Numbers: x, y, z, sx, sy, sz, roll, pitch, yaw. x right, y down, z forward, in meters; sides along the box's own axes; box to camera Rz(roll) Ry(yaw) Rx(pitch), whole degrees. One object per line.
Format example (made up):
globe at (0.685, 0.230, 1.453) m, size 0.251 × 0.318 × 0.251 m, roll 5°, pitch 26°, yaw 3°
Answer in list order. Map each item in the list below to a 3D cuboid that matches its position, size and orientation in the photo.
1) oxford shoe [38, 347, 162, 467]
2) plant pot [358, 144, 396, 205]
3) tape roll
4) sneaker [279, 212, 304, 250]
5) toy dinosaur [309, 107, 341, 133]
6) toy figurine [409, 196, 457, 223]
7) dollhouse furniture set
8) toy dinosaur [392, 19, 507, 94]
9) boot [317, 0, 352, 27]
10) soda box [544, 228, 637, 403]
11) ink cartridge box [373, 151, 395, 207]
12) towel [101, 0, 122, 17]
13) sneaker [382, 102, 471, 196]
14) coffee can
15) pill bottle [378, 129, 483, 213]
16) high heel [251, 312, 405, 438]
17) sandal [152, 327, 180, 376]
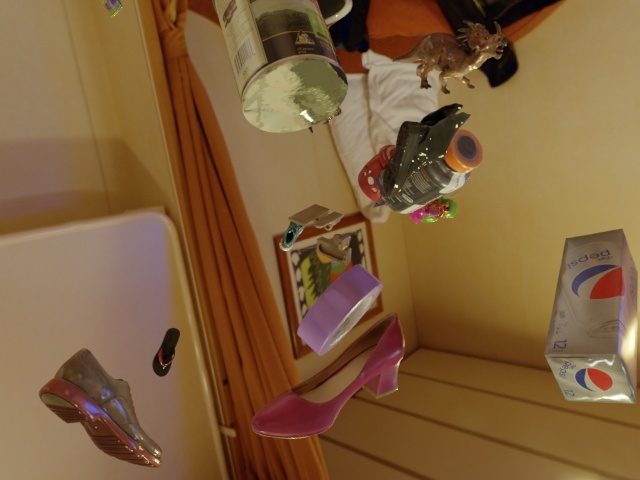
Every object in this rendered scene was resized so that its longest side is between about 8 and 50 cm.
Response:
oxford shoe at (-0.438, 0.377, 0.973) m, size 0.123 × 0.348 × 0.130 m, roll -7°, pitch -143°, yaw 21°
plant pot at (0.262, -0.257, 1.702) m, size 0.191 × 0.191 × 0.174 m, roll -15°, pitch 155°, yaw -35°
tape roll at (0.059, 0.200, 1.282) m, size 0.090 × 0.275 × 0.275 m, roll 40°, pitch -150°, yaw 17°
sneaker at (-0.105, -0.038, 1.754) m, size 0.065 × 0.166 × 0.076 m, roll 23°, pitch 166°, yaw -5°
toy dinosaur at (-0.010, -0.434, 1.504) m, size 0.118 × 0.064 × 0.268 m, roll -36°, pitch -144°, yaw 2°
toy figurine at (0.381, -0.105, 1.566) m, size 0.173 × 0.130 × 0.159 m, roll 13°, pitch -158°, yaw 23°
dollhouse furniture set at (0.000, 0.000, 1.305) m, size 0.144 × 0.151 × 0.123 m, roll 22°, pitch -145°, yaw 33°
toy dinosaur at (0.366, -0.537, 1.264) m, size 0.295 × 0.200 × 0.127 m, roll 20°, pitch -139°, yaw 17°
boot at (0.012, -0.622, 1.265) m, size 0.244 × 0.088 × 0.176 m, roll -5°, pitch -179°, yaw 36°
soda box at (0.426, 0.104, 0.687) m, size 0.091 × 0.098 × 0.286 m, roll -14°, pitch -154°, yaw 42°
ink cartridge box at (0.299, -0.272, 1.479) m, size 0.371 × 0.069 × 0.175 m, roll -56°, pitch -161°, yaw -22°
towel at (-0.630, -0.718, 1.328) m, size 0.060 × 0.083 × 0.009 m, roll -26°, pitch -174°, yaw 28°
sneaker at (0.161, -0.136, 0.702) m, size 0.089 × 0.170 × 0.051 m, roll -3°, pitch -132°, yaw -14°
coffee can at (-0.082, -0.379, 0.854) m, size 0.201 × 0.275 × 0.201 m, roll -15°, pitch 162°, yaw -5°
pill bottle at (0.247, -0.156, 1.006) m, size 0.130 × 0.130 × 0.245 m, roll -14°, pitch 172°, yaw -28°
high heel at (0.019, 0.174, 0.595) m, size 0.244 × 0.117 × 0.082 m, roll -7°, pitch -166°, yaw -30°
sandal at (-0.537, 0.394, 1.555) m, size 0.067 × 0.179 × 0.040 m, roll 17°, pitch -177°, yaw -37°
